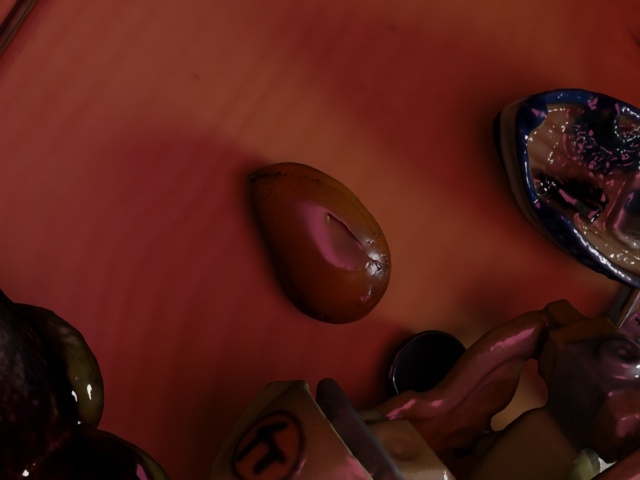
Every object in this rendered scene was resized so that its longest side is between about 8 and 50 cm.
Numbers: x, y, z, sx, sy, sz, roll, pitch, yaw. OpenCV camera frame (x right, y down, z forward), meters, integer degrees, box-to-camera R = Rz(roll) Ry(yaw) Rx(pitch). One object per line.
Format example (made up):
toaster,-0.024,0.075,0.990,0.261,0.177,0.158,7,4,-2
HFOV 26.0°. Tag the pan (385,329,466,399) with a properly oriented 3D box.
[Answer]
pan,0.096,0.092,0.997,0.115,0.023,0.068,-11,100,-20

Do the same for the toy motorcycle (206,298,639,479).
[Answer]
toy motorcycle,0.068,0.171,0.901,0.410,0.168,0.237,-10,134,-30

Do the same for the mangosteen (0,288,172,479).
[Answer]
mangosteen,-0.247,0.139,0.699,0.330,0.330,0.330,-3,97,-24

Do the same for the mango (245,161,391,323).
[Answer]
mango,0.000,0.000,0.923,0.077,0.063,0.127,-35,108,-8

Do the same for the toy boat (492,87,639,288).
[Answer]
toy boat,0.226,-0.031,0.992,0.262,0.115,0.114,30,83,-24

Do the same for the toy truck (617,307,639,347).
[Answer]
toy truck,0.256,0.101,1.030,0.076,0.077,0.111,-22,132,-18
